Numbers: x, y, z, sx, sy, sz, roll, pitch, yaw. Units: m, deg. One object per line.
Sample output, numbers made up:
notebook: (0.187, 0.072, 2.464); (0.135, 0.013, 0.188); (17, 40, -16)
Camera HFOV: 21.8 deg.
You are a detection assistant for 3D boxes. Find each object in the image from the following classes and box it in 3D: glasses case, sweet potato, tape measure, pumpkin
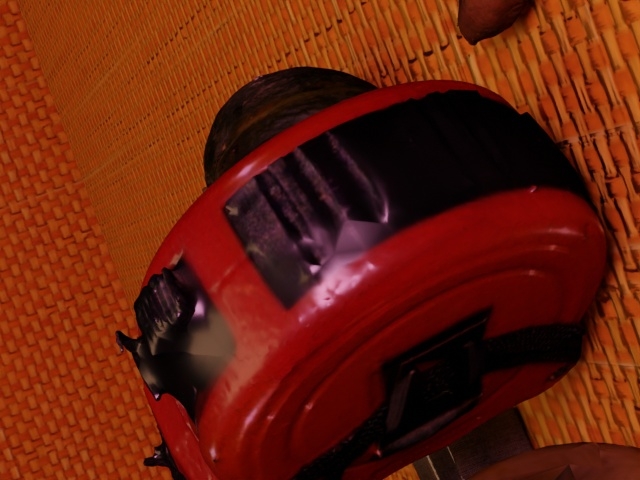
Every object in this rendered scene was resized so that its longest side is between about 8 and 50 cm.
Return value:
glasses case: (0.132, 0.211, 1.042); (0.047, 0.071, 0.205); (118, 130, -67)
sweet potato: (0.084, -0.120, 0.827); (0.034, 0.034, 0.095); (67, 162, 10)
tape measure: (0.021, 0.039, 0.841); (0.114, 0.253, 0.260); (56, 167, 26)
pumpkin: (0.000, 0.000, 1.060); (0.224, 0.157, 0.223); (170, 90, -82)

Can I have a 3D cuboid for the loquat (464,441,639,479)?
loquat: (0.119, 0.206, 0.760); (0.235, 0.235, 0.235); (159, 90, -76)
